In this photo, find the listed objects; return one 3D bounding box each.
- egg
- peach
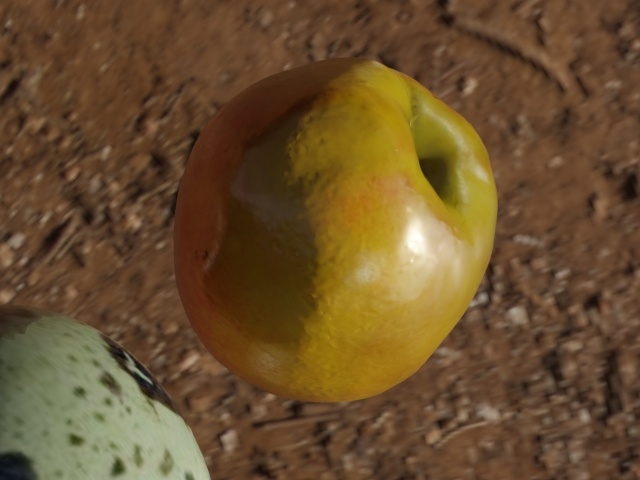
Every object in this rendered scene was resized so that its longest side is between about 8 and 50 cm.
[{"bbox_3d":[-0.224,0.232,1.582,0.287,0.287,0.379,-13,72,-23],"label":"egg"},{"bbox_3d":[-0.003,0.001,1.738,0.289,0.308,0.289,34,37,-30],"label":"peach"}]
